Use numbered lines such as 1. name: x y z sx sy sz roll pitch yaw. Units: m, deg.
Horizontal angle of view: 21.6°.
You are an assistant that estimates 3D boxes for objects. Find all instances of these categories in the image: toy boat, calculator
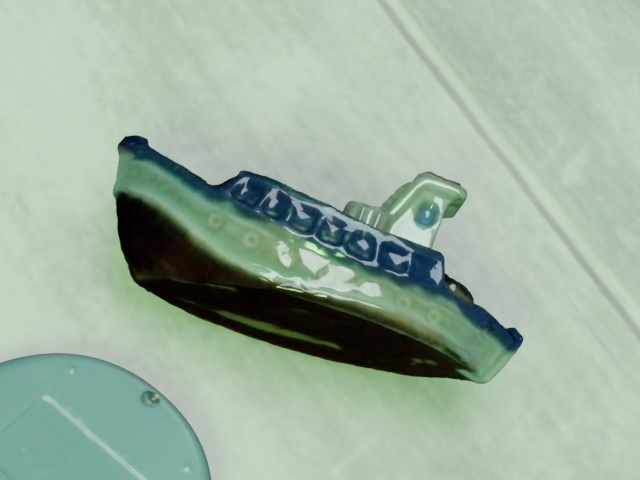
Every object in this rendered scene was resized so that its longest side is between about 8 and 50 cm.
1. toy boat: 0.000 0.000 0.993 0.262 0.114 0.115 16 67 -3
2. calculator: -0.180 0.175 0.869 0.188 0.042 0.302 39 52 8
